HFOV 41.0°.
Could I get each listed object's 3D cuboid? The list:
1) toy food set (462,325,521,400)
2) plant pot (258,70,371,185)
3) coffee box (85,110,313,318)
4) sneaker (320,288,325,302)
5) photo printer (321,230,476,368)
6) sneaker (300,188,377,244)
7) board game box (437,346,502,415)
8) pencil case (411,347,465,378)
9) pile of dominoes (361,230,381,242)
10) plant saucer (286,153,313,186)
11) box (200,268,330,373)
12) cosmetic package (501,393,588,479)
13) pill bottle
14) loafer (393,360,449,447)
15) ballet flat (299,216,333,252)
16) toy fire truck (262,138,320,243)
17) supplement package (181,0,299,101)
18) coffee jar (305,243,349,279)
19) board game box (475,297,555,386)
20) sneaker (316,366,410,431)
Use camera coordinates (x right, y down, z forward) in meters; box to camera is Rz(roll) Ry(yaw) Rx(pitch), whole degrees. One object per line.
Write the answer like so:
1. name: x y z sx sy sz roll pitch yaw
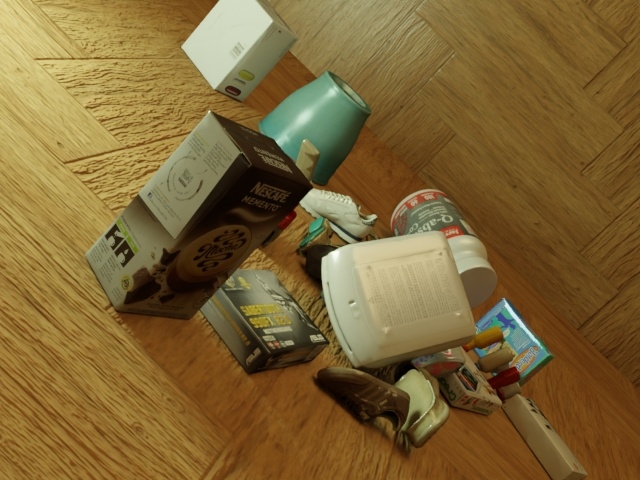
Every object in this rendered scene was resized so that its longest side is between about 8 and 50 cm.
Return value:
1. toy food set: 0.439 0.335 2.185 0.111 0.104 0.232 -115 -177 -46
2. plant pot: 0.003 -0.344 2.512 0.271 0.255 0.272 40 17 -15
3. coffee box: -0.178 -0.028 1.260 0.119 0.297 0.168 53 19 27
4. sneaker: 0.111 0.128 1.894 0.101 0.106 0.267 51 16 29
5. photo printer: 0.150 0.120 1.742 0.307 0.107 0.256 -10 77 -34
6. sneaker: 0.037 -0.089 2.253 0.235 0.095 0.090 33 24 -14
7. board game box: 0.295 0.275 2.054 0.193 0.053 0.305 25 25 -49
8. pencil case: 0.240 0.175 1.934 0.124 0.113 0.273 5 58 -28
9. pile of dominoes: 0.159 0.001 2.418 0.251 0.040 0.196 39 17 -14
10. plant saucer: -0.090 -0.190 2.318 0.168 0.029 0.168 40 18 -16
11. box: -0.101 0.133 1.472 0.183 0.056 0.231 51 18 19
12. cosmetic package: 0.555 0.494 2.122 0.099 0.060 0.239 24 26 -47
13. pill bottle: 0.366 0.028 2.540 0.210 0.210 0.363 30 21 -39
14. loafer: 0.177 0.308 1.642 0.092 0.102 0.268 41 8 -6
15. ballet flat: 0.000 0.000 2.012 0.067 0.073 0.206 56 19 -10
16. toy fire truck: -0.111 -0.140 1.772 0.217 0.246 0.158 43 16 -3
17. supplement package: -0.235 -0.580 2.506 0.204 0.262 0.145 53 20 25
18. coffee jar: 0.054 0.049 1.923 0.096 0.079 0.184 11 7 39
19. board game box: 0.514 0.289 2.348 0.047 0.160 0.210 23 27 -51
20. sneaker: 0.078 0.281 1.517 0.188 0.066 0.071 22 58 -18
